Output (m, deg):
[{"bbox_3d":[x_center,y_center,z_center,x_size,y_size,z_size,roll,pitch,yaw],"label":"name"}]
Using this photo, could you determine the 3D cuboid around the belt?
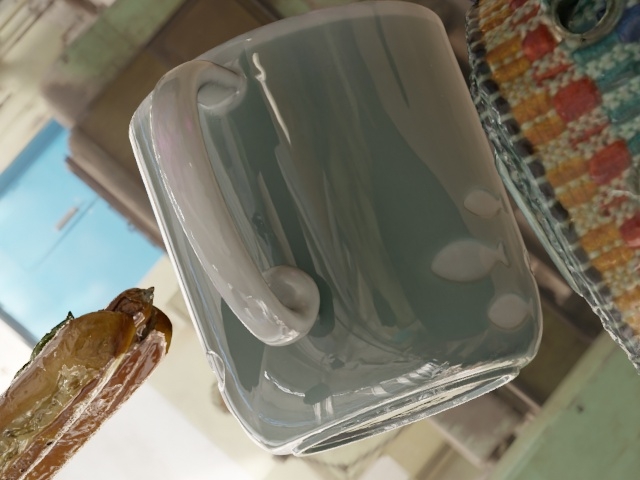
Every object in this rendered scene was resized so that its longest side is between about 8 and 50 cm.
[{"bbox_3d":[0.181,-0.050,0.669,0.295,0.160,0.207,55,-156,-15],"label":"belt"}]

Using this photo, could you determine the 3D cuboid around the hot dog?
[{"bbox_3d":[-0.183,0.111,0.815,0.062,0.235,0.092,53,-159,21],"label":"hot dog"}]

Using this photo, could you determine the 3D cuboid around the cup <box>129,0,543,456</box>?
[{"bbox_3d":[0.000,0.000,0.846,0.356,0.259,0.275,10,-123,-66],"label":"cup"}]
